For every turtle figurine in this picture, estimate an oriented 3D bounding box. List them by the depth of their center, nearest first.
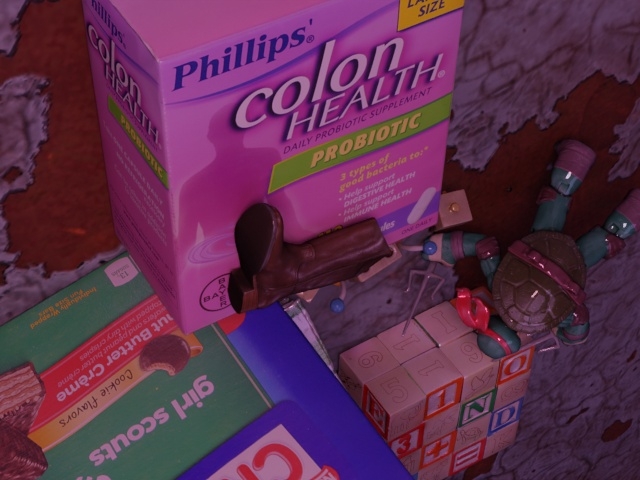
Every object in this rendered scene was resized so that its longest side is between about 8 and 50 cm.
[{"bbox_3d":[0.192,0.032,1.123,0.175,0.118,0.234,42,82,-15],"label":"turtle figurine"}]

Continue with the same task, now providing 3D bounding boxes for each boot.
[{"bbox_3d":[0.000,0.000,0.827,0.114,0.037,0.106,-15,151,-26],"label":"boot"}]

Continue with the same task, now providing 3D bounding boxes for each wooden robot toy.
[{"bbox_3d":[0.038,0.001,1.062,0.173,0.076,0.079,-31,179,-12],"label":"wooden robot toy"}]

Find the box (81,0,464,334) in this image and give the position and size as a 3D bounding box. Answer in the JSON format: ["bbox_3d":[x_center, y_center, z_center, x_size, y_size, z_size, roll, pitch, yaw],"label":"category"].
[{"bbox_3d":[-0.029,-0.090,0.837,0.213,0.117,0.243,-23,141,-22],"label":"box"}]

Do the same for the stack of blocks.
[{"bbox_3d":[0.057,0.182,1.233,0.297,0.087,0.171,-23,141,-21],"label":"stack of blocks"}]

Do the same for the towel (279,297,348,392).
[{"bbox_3d":[-0.036,0.136,1.097,0.113,0.023,0.152,-30,113,-8],"label":"towel"}]

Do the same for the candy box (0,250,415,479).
[{"bbox_3d":[-0.108,0.168,0.872,0.268,0.317,0.122,-32,144,-11],"label":"candy box"}]
